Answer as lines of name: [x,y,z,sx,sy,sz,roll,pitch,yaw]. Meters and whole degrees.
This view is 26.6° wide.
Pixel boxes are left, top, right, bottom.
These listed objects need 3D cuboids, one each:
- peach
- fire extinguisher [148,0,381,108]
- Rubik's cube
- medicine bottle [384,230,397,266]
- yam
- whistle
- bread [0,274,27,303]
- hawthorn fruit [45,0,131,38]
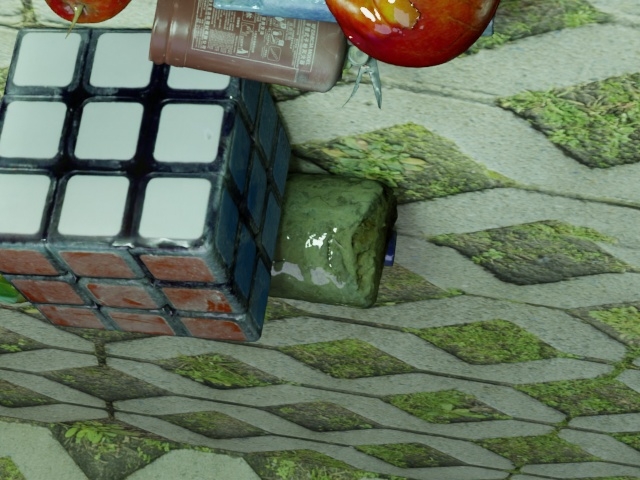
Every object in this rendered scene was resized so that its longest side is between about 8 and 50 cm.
peach: [0.096,-0.256,1.313,0.197,0.197,0.197,7,157,3]
fire extinguisher: [-0.056,-0.218,1.533,0.269,0.104,0.105,10,157,-7]
Rubik's cube: [-0.221,-0.067,1.696,0.304,0.301,0.305,3,156,10]
medicine bottle: [0.000,0.000,2.079,0.231,0.059,0.059,6,157,6]
yam: [-0.048,-0.008,1.913,0.300,0.195,0.195,6,157,9]
whistle: [0.038,-0.262,1.457,0.304,0.062,0.062,6,157,5]
bread: [-0.486,0.000,2.126,0.261,0.158,0.156,13,153,-17]
hawthorn fruit: [-0.240,-0.285,1.428,0.125,0.140,0.125,-24,162,-9]
